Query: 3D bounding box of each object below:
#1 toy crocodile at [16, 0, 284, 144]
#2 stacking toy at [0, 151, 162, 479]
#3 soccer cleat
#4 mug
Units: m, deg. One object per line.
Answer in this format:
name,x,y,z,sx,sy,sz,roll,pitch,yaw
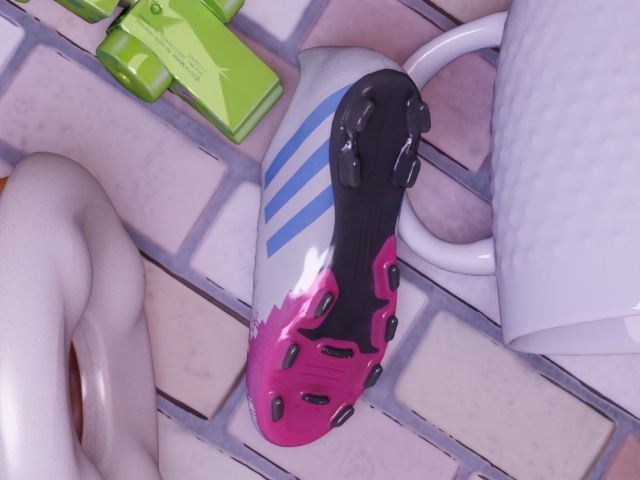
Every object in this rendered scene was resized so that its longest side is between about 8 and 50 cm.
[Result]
toy crocodile,-0.173,-0.206,1.577,0.340,0.105,0.115,38,79,-13
stacking toy,-0.372,0.131,1.446,0.479,0.350,0.351,-6,88,8
soccer cleat,0.000,0.000,1.603,0.116,0.143,0.331,5,109,-33
mug,0.224,-0.082,1.591,0.374,0.276,0.328,-6,79,16
